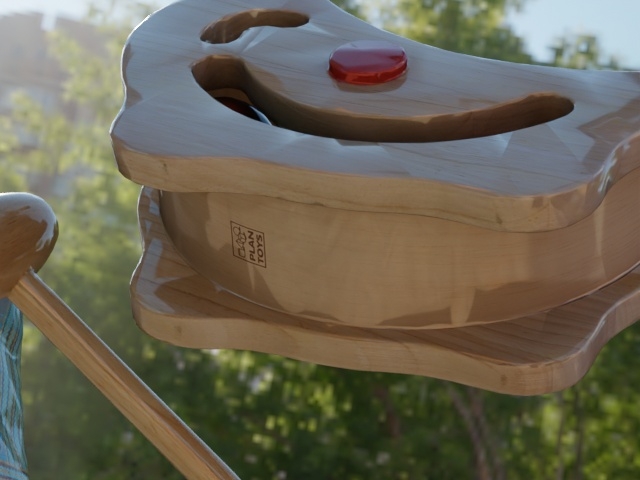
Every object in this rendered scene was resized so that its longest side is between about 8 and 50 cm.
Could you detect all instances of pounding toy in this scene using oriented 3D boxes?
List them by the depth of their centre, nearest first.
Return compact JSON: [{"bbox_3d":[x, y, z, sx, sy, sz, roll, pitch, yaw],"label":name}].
[{"bbox_3d":[0.000,0.000,0.636,0.269,0.155,0.154,7,32,17],"label":"pounding toy"}]

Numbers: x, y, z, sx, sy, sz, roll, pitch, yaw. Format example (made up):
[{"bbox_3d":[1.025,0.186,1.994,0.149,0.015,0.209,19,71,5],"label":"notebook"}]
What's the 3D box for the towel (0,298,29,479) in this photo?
[{"bbox_3d":[-0.211,0.158,0.978,0.040,0.370,0.271,-13,-22,6],"label":"towel"}]
